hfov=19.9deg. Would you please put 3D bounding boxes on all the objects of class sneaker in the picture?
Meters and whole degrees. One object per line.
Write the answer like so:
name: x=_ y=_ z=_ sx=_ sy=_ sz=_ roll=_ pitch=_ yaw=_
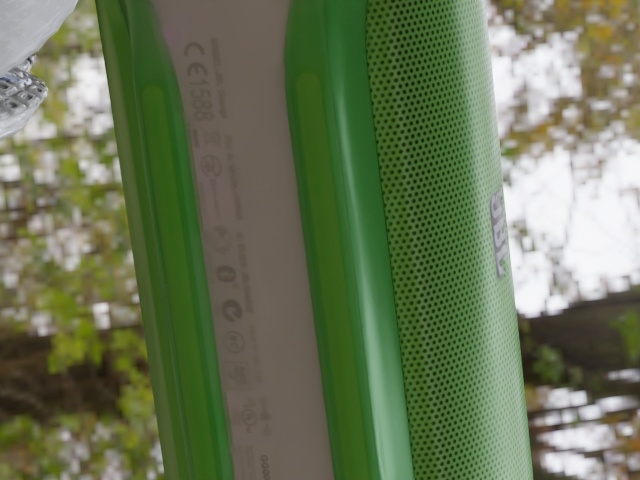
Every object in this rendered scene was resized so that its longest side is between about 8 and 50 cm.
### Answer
sneaker: x=-0.282 y=-0.093 z=1.417 sx=0.129 sy=0.111 sz=0.297 roll=-64 pitch=-171 yaw=8

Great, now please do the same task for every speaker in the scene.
speaker: x=0.000 y=0.000 z=0.574 sx=0.131 sy=0.131 sz=0.296 roll=-152 pitch=-127 yaw=-69

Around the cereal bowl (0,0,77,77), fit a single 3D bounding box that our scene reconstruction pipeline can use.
cereal bowl: x=-0.264 y=-0.167 z=0.848 sx=0.339 sy=0.339 sz=0.141 roll=111 pitch=-10 yaw=-55
